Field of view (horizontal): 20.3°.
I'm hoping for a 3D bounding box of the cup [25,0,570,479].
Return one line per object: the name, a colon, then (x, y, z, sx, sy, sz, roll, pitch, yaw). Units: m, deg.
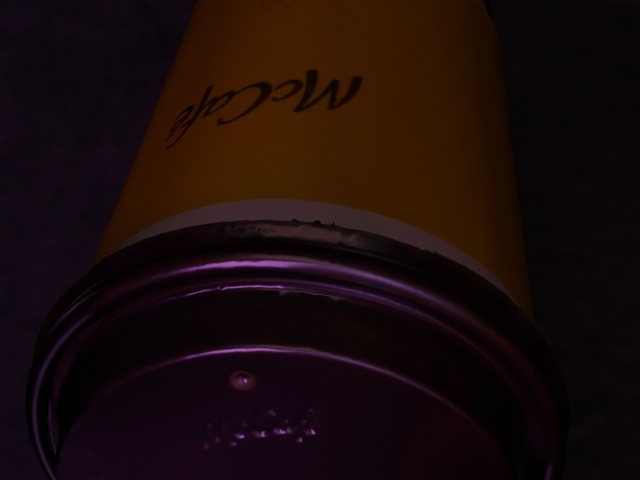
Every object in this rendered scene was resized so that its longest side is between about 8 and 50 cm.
cup: (0.000, 0.000, 0.703, 0.196, 0.196, 0.279, 4, 46, 4)
